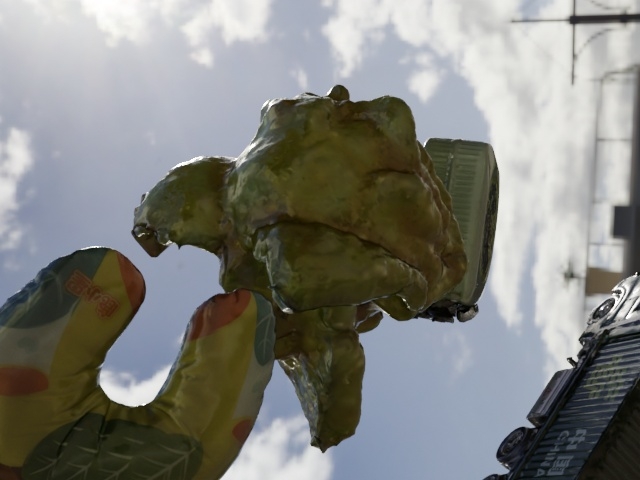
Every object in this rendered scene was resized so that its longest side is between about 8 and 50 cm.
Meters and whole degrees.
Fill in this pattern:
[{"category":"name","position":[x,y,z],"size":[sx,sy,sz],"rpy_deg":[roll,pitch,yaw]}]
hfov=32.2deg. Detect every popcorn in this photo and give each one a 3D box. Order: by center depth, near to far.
[{"category":"popcorn","position":[0.010,0.005,1.107],"size":[0.321,0.290,0.325],"rpy_deg":[51,180,1]}]

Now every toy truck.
[{"category":"toy truck","position":[0.194,0.125,0.728],"size":[0.088,0.121,0.259],"rpy_deg":[44,-116,-8]}]

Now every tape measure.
[{"category":"tape measure","position":[0.155,0.004,1.385],"size":[0.207,0.115,0.235],"rpy_deg":[54,-135,-73]}]

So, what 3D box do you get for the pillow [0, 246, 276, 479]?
[{"category":"pillow","position":[-0.152,0.114,0.831],"size":[0.233,0.086,0.214],"rpy_deg":[21,-85,-29]}]
